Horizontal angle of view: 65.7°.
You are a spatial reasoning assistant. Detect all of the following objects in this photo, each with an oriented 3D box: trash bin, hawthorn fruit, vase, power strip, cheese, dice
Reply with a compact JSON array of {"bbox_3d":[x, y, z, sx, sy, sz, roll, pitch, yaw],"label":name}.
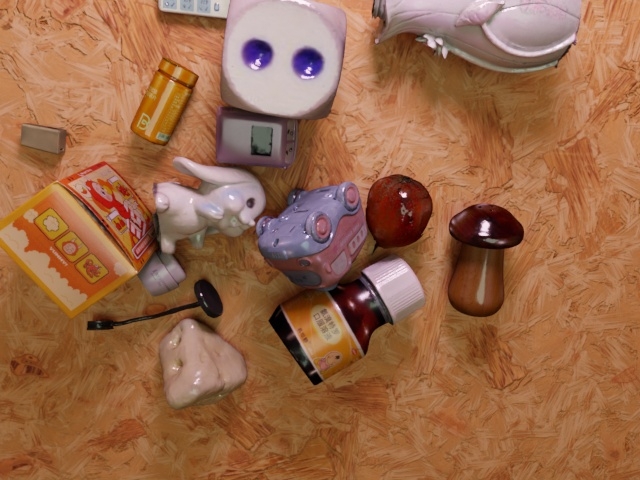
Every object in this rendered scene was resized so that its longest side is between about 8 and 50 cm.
[{"bbox_3d":[-0.684,-0.252,1.224,0.092,0.043,0.061,11,106,-7],"label":"trash bin"},{"bbox_3d":[0.192,-0.058,1.306,0.181,0.181,0.235,17,118,-10],"label":"hawthorn fruit"},{"bbox_3d":[0.342,-0.528,1.136,0.444,0.250,0.250,5,107,-2],"label":"vase"},{"bbox_3d":[-0.288,-0.569,1.163,0.191,0.035,0.082,5,107,-6],"label":"power strip"},{"bbox_3d":[-0.318,0.378,1.369,0.173,0.251,0.248,-43,121,9],"label":"cheese"},{"bbox_3d":[-0.085,-0.414,1.115,0.251,0.259,0.243,7,109,-8],"label":"dice"}]

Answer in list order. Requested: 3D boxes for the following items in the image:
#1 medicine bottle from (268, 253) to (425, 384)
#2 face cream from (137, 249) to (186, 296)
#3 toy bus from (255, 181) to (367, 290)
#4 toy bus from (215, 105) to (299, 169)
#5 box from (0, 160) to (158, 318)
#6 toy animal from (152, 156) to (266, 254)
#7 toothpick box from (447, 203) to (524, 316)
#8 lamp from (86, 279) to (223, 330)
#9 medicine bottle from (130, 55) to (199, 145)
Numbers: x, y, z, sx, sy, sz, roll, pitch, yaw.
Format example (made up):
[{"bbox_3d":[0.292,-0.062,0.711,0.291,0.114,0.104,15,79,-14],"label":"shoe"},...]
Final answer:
[{"bbox_3d":[0.076,0.191,1.338,0.395,0.242,0.243,-34,107,-7],"label":"medicine bottle"},{"bbox_3d":[-0.420,0.083,1.309,0.104,0.117,0.117,-33,108,-13],"label":"face cream"},{"bbox_3d":[0.000,0.000,1.245,0.197,0.294,0.232,-3,124,40],"label":"toy bus"},{"bbox_3d":[-0.155,-0.253,1.217,0.202,0.142,0.142,3,107,-6],"label":"toy bus"},{"bbox_3d":[-0.550,-0.018,1.182,0.213,0.283,0.260,-35,107,8],"label":"box"},{"bbox_3d":[-0.290,-0.085,1.237,0.289,0.174,0.249,9,141,-32],"label":"toy animal"},{"bbox_3d":[0.434,0.049,1.345,0.191,0.192,0.295,0,113,-5],"label":"toothpick box"},{"bbox_3d":[-0.458,0.178,1.371,0.370,0.130,0.109,-8,84,11],"label":"lamp"},{"bbox_3d":[-0.376,-0.333,1.197,0.096,0.096,0.192,28,104,-13],"label":"medicine bottle"}]
